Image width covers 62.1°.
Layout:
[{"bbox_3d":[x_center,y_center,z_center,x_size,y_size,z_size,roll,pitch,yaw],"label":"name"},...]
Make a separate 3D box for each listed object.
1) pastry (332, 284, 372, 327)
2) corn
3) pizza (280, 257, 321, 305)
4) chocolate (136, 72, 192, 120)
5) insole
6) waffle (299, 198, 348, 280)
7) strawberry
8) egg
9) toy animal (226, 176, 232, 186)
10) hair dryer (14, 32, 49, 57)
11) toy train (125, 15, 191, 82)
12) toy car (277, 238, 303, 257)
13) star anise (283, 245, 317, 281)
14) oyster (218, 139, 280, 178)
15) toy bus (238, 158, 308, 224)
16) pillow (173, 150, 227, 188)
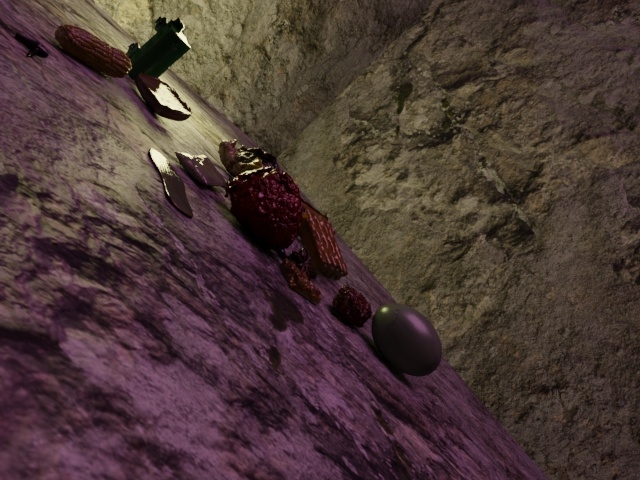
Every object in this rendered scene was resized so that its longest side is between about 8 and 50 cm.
[{"bbox_3d":[0.107,0.226,1.810,0.115,0.097,0.208,55,8,30],"label":"pastry"},{"bbox_3d":[-0.705,-0.586,1.654,0.101,0.101,0.292,48,10,11],"label":"corn"},{"bbox_3d":[-0.058,0.125,1.619,0.175,0.046,0.134,46,7,-1],"label":"pizza"},{"bbox_3d":[-0.593,-0.518,1.976,0.161,0.083,0.261,8,35,-51],"label":"chocolate"},{"bbox_3d":[-0.393,-0.158,1.397,0.119,0.009,0.348,41,8,-39],"label":"insole"},{"bbox_3d":[0.000,0.000,2.181,0.348,0.078,0.304,32,35,-65],"label":"waffle"},{"bbox_3d":[-0.162,-0.115,1.671,0.274,0.220,0.274,44,3,-3],"label":"strawberry"},{"bbox_3d":[0.297,0.342,1.839,0.282,0.203,0.203,51,7,3],"label":"egg"},{"bbox_3d":[-0.307,-0.184,1.914,0.065,0.047,0.135,28,24,-45],"label":"toy animal"},{"bbox_3d":[-0.697,-0.460,1.268,0.079,0.031,0.083,31,21,-25],"label":"hair dryer"},{"bbox_3d":[-0.659,-0.763,2.138,0.120,0.301,0.202,41,18,-45],"label":"toy train"},{"bbox_3d":[-0.109,0.028,1.838,0.069,0.055,0.142,50,28,10],"label":"toy car"},{"bbox_3d":[-0.078,0.059,1.753,0.097,0.070,0.190,-14,77,-50],"label":"star anise"},{"bbox_3d":[-0.283,-0.287,2.172,0.100,0.271,0.275,-38,120,-62],"label":"oyster"},{"bbox_3d":[-0.204,-0.167,2.018,0.331,0.145,0.151,50,17,16],"label":"toy bus"},{"bbox_3d":[-0.379,-0.224,1.708,0.148,0.050,0.230,42,9,3],"label":"pillow"}]
